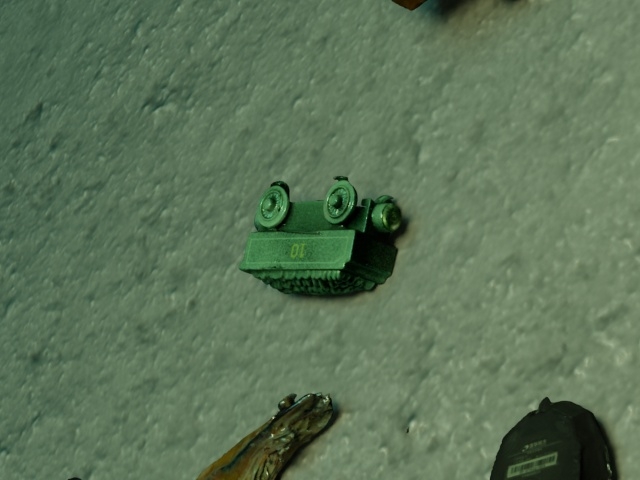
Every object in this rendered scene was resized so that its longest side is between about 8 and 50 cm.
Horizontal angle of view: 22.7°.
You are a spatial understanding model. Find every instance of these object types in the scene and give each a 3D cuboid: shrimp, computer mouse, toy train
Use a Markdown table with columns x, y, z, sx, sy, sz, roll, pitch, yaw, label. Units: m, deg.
| x | y | z | sx | sy | sz | roll | pitch | yaw | label |
| --- | --- | --- | --- | --- | --- | --- | --- | --- | --- |
| -0.055 | 0.224 | 1.336 | 0.219 | 0.046 | 0.152 | -49 | 37 | 22 | shrimp |
| 0.158 | 0.188 | 1.102 | 0.099 | 0.057 | 0.172 | -25 | 37 | 41 | computer mouse |
| 0.000 | 0.000 | 1.406 | 0.172 | 0.070 | 0.099 | -1 | 73 | 49 | toy train |

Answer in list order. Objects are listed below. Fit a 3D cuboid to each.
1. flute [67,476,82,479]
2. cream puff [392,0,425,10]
| x | y | z | sx | sy | sz | roll | pitch | yaw | label |
| --- | --- | --- | --- | --- | --- | --- | --- | --- | --- |
| -0.313 | 0.314 | 1.603 | 0.233 | 0.027 | 0.027 | -43 | 40 | 23 | flute |
| 0.119 | -0.306 | 1.355 | 0.269 | 0.241 | 0.155 | 114 | 163 | -47 | cream puff |
